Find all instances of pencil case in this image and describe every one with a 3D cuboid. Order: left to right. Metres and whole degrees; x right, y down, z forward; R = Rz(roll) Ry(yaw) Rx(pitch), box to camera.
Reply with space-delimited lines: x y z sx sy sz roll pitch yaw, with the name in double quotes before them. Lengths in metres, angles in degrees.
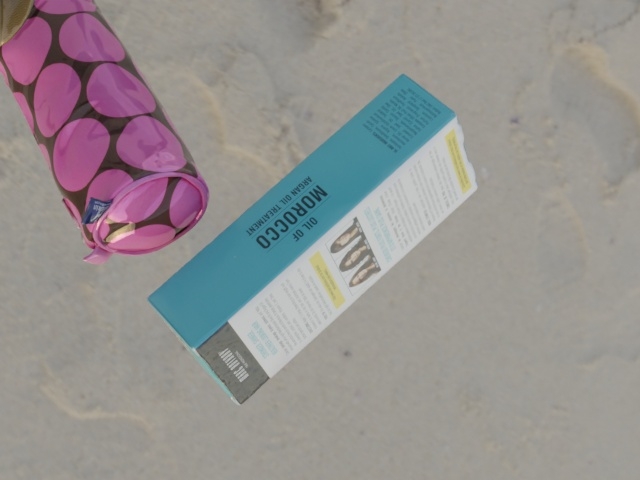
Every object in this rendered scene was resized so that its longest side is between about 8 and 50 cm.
"pencil case" -0.165 -0.086 0.892 0.098 0.209 0.095 -43 147 19

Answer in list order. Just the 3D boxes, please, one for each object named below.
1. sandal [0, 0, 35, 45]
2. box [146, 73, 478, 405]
"sandal" -0.215 -0.211 0.792 0.072 0.049 0.180 -6 95 4
"box" 0.000 0.000 0.890 0.244 0.060 0.100 -42 147 -9
